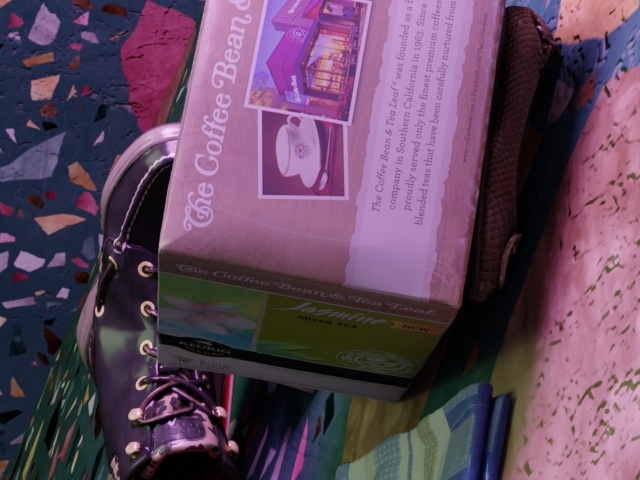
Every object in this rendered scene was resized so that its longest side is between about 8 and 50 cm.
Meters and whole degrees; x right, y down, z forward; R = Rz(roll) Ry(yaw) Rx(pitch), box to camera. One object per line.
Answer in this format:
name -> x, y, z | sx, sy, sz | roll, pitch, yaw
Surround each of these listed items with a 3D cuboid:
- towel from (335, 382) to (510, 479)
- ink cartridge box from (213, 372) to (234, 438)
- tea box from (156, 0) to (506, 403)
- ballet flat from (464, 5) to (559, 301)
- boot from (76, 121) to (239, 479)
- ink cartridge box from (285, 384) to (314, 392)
towel -> 0.056, 0.234, 1.245 | 0.285, 0.034, 0.209 | 136, 149, -61
ink cartridge box -> -0.126, 0.118, 1.809 | 0.261, 0.066, 0.296 | 115, 160, -81
tea box -> 0.004, -0.076, 1.301 | 0.323, 0.220, 0.329 | 104, 176, -72
ballet flat -> 0.146, -0.069, 1.272 | 0.084, 0.058, 0.249 | 110, 170, -65
boot -> -0.148, 0.100, 1.632 | 0.377, 0.138, 0.284 | 117, 149, -41
ink cartridge box -> 0.000, 0.000, 1.653 | 0.193, 0.088, 0.234 | -88, 22, -53
